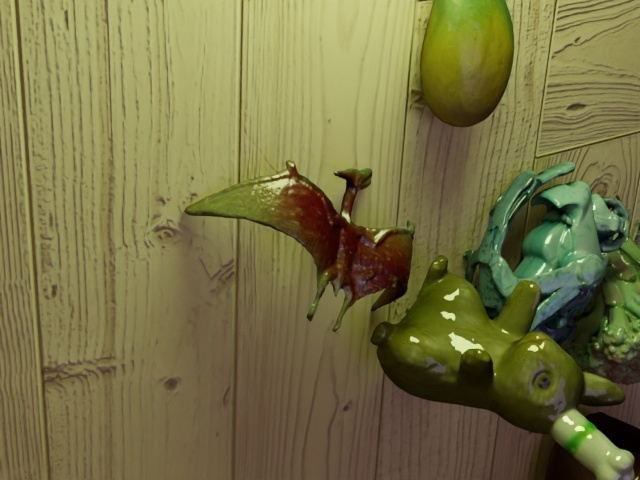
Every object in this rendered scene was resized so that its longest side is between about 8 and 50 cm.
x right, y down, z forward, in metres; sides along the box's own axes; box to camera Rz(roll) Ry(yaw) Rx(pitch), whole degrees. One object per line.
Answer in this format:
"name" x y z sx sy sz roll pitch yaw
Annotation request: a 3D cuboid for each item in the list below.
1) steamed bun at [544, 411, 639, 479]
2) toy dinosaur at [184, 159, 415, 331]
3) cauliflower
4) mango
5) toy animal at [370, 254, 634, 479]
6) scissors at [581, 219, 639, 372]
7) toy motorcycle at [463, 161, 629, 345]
"steamed bun" 0.529 0.471 1.911 0.379 0.235 0.248 40 79 -45
"toy dinosaur" -0.005 0.007 1.345 0.327 0.113 0.206 -9 92 -48
"cauliflower" 0.470 0.087 1.714 0.256 0.239 0.315 -3 74 -40
"mango" 0.177 -0.236 1.365 0.130 0.092 0.194 -22 116 -27
"toy animal" 0.249 0.159 1.435 0.181 0.363 0.180 -47 142 -39
"scissors" 0.486 0.108 1.839 0.109 0.022 0.300 -4 114 -42
"toy motorcycle" 0.321 0.017 1.582 0.206 0.154 0.260 37 78 -21
